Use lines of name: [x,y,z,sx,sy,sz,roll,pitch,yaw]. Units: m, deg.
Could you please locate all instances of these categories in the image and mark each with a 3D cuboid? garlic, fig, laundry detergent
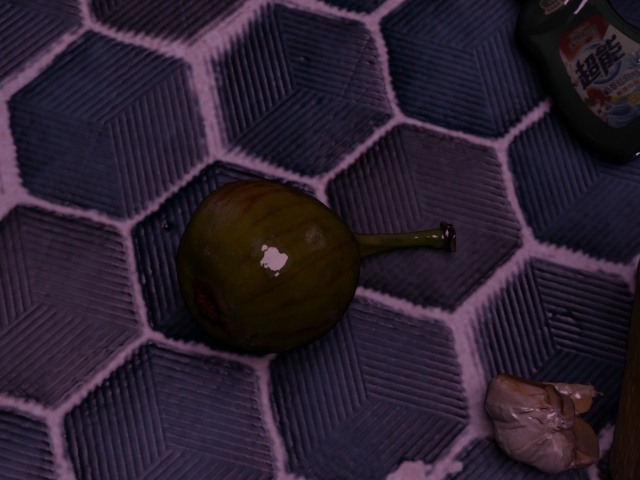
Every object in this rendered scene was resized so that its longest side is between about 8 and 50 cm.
garlic: [0.185,0.154,1.145,0.113,0.094,0.074,28,109,-4]
fig: [0.000,0.000,1.151,0.259,0.151,0.151,-25,75,-39]
laundry detergent: [0.261,-0.190,1.271,0.144,0.078,0.222,-34,76,7]

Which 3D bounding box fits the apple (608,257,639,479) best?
apple: [0.353,0.062,1.080,0.314,0.309,0.252,-29,78,-15]
